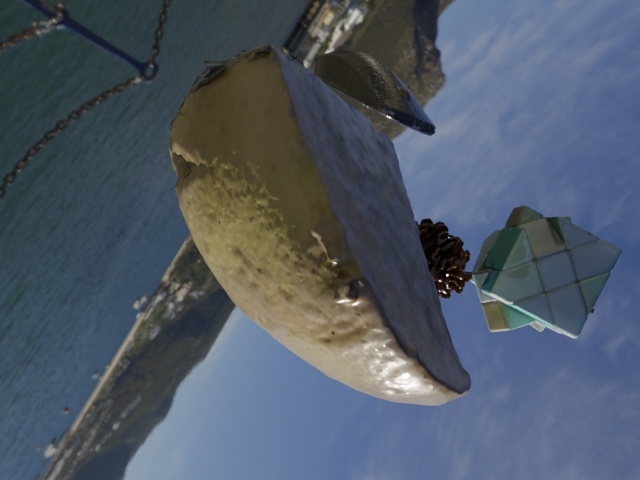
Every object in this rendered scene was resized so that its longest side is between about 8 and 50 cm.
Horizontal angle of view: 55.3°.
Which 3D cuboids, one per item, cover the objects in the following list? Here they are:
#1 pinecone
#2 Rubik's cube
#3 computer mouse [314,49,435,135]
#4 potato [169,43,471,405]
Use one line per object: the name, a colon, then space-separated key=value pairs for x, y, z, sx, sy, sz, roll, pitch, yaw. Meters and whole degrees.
pinecone: x=0.199 y=0.042 z=1.118 sx=0.174 sy=0.173 sz=0.174 roll=-55 pitch=-169 yaw=16
Rubik's cube: x=0.407 y=0.067 z=1.151 sx=0.266 sy=0.224 sz=0.213 roll=-61 pitch=-179 yaw=0
computer mouse: x=0.104 y=-0.294 z=1.159 sx=0.295 sy=0.168 sz=0.087 roll=43 pitch=-68 yaw=42
potato: x=-0.029 y=0.023 z=0.489 sx=0.189 sy=0.211 sz=0.265 roll=-24 pitch=-110 yaw=25
